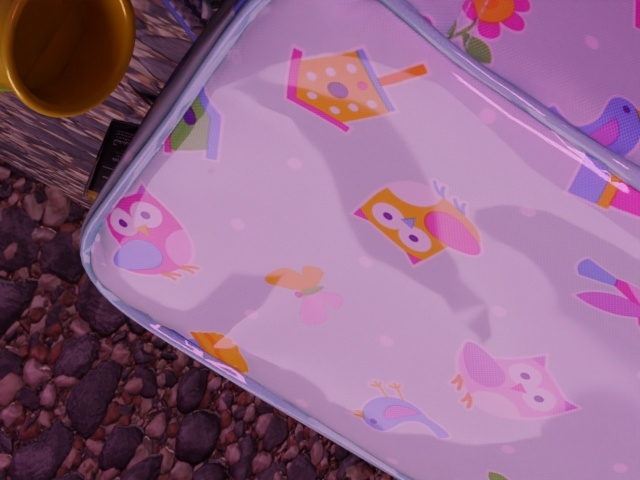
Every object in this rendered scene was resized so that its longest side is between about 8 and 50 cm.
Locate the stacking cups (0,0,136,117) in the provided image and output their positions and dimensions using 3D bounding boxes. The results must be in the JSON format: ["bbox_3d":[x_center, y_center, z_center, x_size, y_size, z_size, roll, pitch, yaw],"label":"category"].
[{"bbox_3d":[-0.251,-0.165,1.113,0.316,0.096,0.096,25,174,41],"label":"stacking cups"}]

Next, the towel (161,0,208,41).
[{"bbox_3d":[0.019,-0.041,0.912,0.243,0.040,0.336,50,-176,27],"label":"towel"}]

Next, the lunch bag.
[{"bbox_3d":[0.059,0.000,0.634,0.279,0.108,0.224,34,138,-10],"label":"lunch bag"}]

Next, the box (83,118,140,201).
[{"bbox_3d":[0.000,0.000,1.371,0.257,0.079,0.322,21,178,-38],"label":"box"}]
